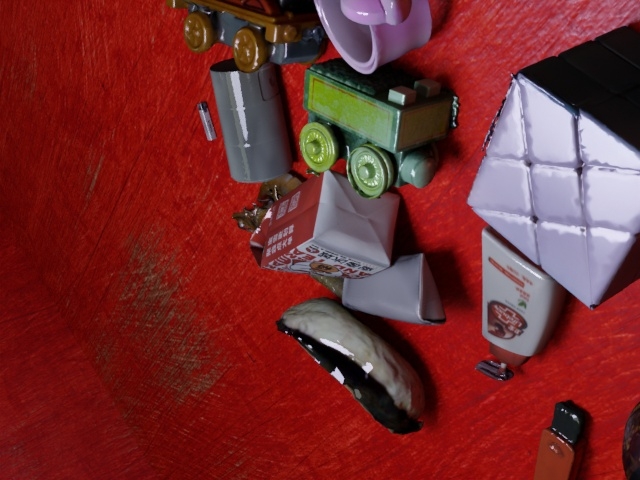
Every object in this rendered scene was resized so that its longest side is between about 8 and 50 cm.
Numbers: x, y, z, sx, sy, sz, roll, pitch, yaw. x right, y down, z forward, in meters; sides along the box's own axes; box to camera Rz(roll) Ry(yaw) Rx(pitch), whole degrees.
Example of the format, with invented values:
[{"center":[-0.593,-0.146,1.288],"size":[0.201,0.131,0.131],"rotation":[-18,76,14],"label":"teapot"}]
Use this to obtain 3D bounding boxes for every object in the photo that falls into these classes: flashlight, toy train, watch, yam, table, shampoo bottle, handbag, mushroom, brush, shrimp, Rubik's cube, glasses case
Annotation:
[{"center":[-0.246,-0.259,2.009],"size":[0.018,0.018,0.083],"rotation":[7,118,51],"label":"flashlight"},{"center":[0.083,-0.187,1.497],"size":[0.272,0.159,0.188],"rotation":[32,129,38],"label":"toy train"},{"center":[0.096,-0.356,1.366],"size":[0.248,0.211,0.217],"rotation":[51,163,32],"label":"watch"},{"center":[0.018,0.069,1.848],"size":[0.132,0.054,0.054],"rotation":[36,138,34],"label":"yam"},{"center":[-0.131,-0.234,1.775],"size":[0.126,0.126,0.219],"rotation":[18,126,47],"label":"table"},{"center":[0.305,0.123,1.479],"size":[0.153,0.071,0.284],"rotation":[37,137,36],"label":"shampoo bottle"},{"center":[0.000,0.000,1.685],"size":[0.298,0.171,0.151],"rotation":[-32,44,57],"label":"handbag"},{"center":[0.072,0.224,1.794],"size":[0.344,0.130,0.247],"rotation":[41,-176,28],"label":"mushroom"},{"center":[0.396,0.403,1.564],"size":[0.070,0.051,0.323],"rotation":[29,133,37],"label":"brush"},{"center":[-0.126,-0.431,1.614],"size":[0.369,0.163,0.231],"rotation":[28,125,41],"label":"toy train"},{"center":[-0.102,-0.072,1.903],"size":[0.287,0.063,0.152],"rotation":[6,115,48],"label":"shrimp"},{"center":[0.353,-0.093,1.130],"size":[0.231,0.225,0.221],"rotation":[44,142,27],"label":"Rubik's cube"},{"center":[0.135,0.078,1.657],"size":[0.308,0.083,0.128],"rotation":[-174,81,-66],"label":"glasses case"}]

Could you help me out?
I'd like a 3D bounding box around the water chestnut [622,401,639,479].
[{"center":[0.511,0.273,1.214],"size":[0.224,0.238,0.223],"rotation":[5,131,6],"label":"water chestnut"}]
